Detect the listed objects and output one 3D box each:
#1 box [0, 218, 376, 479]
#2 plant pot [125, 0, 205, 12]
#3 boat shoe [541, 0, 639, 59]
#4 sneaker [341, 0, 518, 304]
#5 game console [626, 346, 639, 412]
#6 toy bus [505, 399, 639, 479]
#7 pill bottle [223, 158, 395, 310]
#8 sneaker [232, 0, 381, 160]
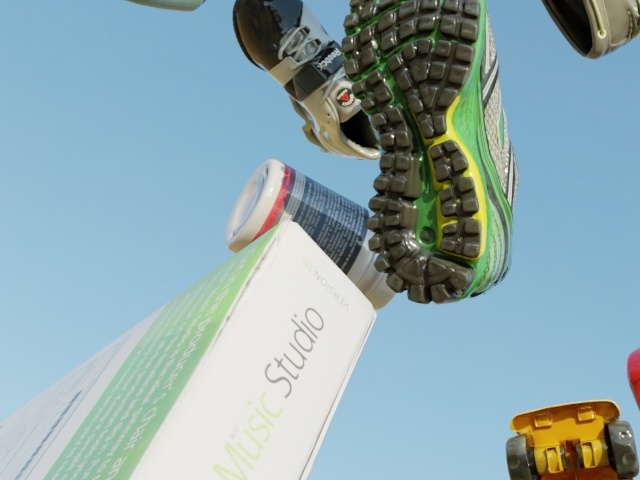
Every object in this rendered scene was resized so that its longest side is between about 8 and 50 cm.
[{"bbox_3d":[-0.134,0.143,0.422,0.058,0.232,0.322,45,-53,-13],"label":"box"},{"bbox_3d":[-0.212,-0.384,1.252,0.252,0.247,0.248,31,4,-27],"label":"plant pot"},{"bbox_3d":[0.267,-0.351,1.334,0.305,0.091,0.109,56,-22,0],"label":"boat shoe"},{"bbox_3d":[0.107,-0.112,1.049,0.134,0.343,0.146,-3,-6,29],"label":"sneaker"},{"bbox_3d":[0.555,0.309,1.464,0.342,0.386,0.060,14,-42,-38],"label":"game console"},{"bbox_3d":[0.315,0.304,1.371,0.149,0.220,0.211,-11,-10,16],"label":"toy bus"},{"bbox_3d":[0.000,0.000,1.207,0.180,0.108,0.108,27,-31,-17],"label":"pill bottle"},{"bbox_3d":[0.003,-0.243,1.668,0.146,0.122,0.330,27,-18,50],"label":"sneaker"}]
